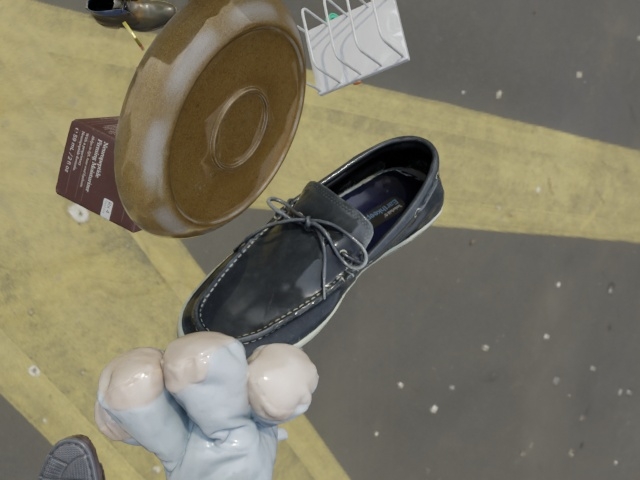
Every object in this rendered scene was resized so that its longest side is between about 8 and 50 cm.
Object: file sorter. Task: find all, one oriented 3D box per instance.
[{"bbox_3d":[0.060,-0.538,1.725,0.173,0.277,0.193,5,71,-61],"label":"file sorter"}]

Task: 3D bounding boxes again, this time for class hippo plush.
[{"bbox_3d":[-0.127,0.255,0.669,0.234,0.294,0.237,5,53,-10],"label":"hippo plush"}]

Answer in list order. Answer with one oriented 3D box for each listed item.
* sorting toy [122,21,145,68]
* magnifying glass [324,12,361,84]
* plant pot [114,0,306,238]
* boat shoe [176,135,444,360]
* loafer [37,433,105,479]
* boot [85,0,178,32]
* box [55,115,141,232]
[{"bbox_3d":[-0.377,-0.367,1.499,0.046,0.132,0.275,-36,108,-3],"label":"sorting toy"},{"bbox_3d":[0.073,-0.582,1.978,0.092,0.026,0.231,-12,82,-52],"label":"magnifying glass"},{"bbox_3d":[-0.079,-0.101,0.570,0.236,0.032,0.236,-48,155,-30],"label":"plant pot"},{"bbox_3d":[0.000,0.000,0.946,0.500,0.186,0.156,-35,152,-26],"label":"boat shoe"},{"bbox_3d":[-0.426,0.477,1.137,0.108,0.095,0.303,2,95,3],"label":"loafer"},{"bbox_3d":[-0.473,-0.572,1.628,0.219,0.106,0.082,-3,93,5],"label":"boot"},{"bbox_3d":[-0.404,-0.144,1.360,0.167,0.203,0.169,-31,144,-67],"label":"box"}]
